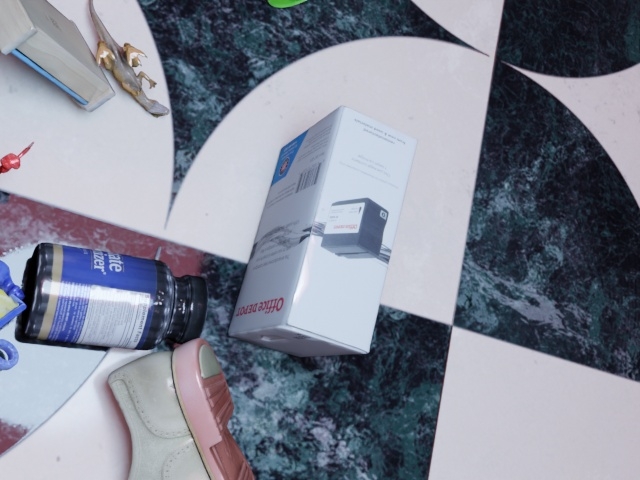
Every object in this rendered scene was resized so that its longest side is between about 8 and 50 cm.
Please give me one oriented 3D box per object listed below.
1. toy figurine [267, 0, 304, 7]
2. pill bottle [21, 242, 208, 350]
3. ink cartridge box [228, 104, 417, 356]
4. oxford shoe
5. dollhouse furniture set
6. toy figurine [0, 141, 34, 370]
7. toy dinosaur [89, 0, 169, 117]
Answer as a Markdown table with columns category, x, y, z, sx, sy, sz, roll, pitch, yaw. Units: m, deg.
| category | x | y | z | sx | sy | sz | roll | pitch | yaw |
| --- | --- | --- | --- | --- | --- | --- | --- | --- | --- |
| toy figurine | -0.045 | -0.471 | 1.264 | 0.173 | 0.130 | 0.159 | -19 | 79 | -48 |
| pill bottle | -0.264 | 0.078 | 1.043 | 0.219 | 0.123 | 0.122 | 10 | 76 | -25 |
| ink cartridge box | 0.000 | 0.000 | 1.125 | 0.129 | 0.223 | 0.307 | 21 | 72 | -21 |
| oxford shoe | -0.169 | 0.331 | 1.062 | 0.147 | 0.140 | 0.397 | -14 | 92 | 6 |
| dollhouse furniture set | -0.480 | -0.226 | 1.032 | 0.303 | 0.198 | 0.286 | -33 | 72 | 4 |
| toy figurine | -0.398 | 0.056 | 0.878 | 0.191 | 0.362 | 0.217 | -27 | 103 | 14 |
| toy dinosaur | -0.287 | -0.259 | 1.120 | 0.064 | 0.112 | 0.211 | -30 | 100 | -12 |
